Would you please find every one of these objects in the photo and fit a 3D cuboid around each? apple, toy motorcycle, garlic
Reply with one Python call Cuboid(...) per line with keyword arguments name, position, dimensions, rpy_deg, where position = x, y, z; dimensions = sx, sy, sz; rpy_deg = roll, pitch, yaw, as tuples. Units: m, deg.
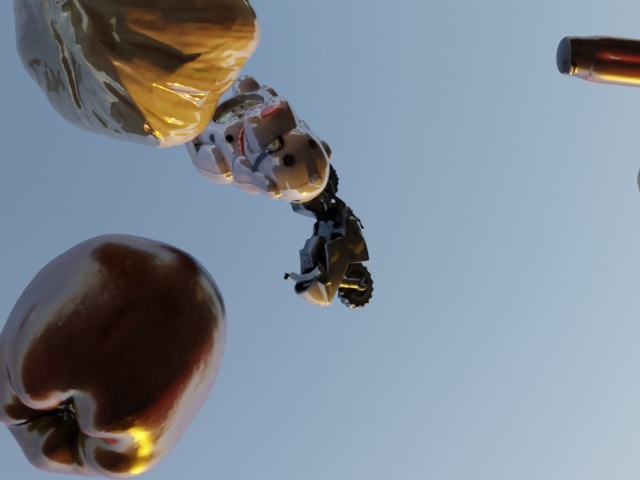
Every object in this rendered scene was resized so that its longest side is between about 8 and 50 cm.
Cuboid(name="apple", position=(-0.264, 0.140, 0.972), dimensions=(0.288, 0.288, 0.317), rpy_deg=(61, -154, -25))
Cuboid(name="toy motorcycle", position=(0.000, 0.000, 1.281), dimensions=(0.159, 0.106, 0.270), rpy_deg=(-24, -84, -38))
Cuboid(name="garlic", position=(-0.247, -0.268, 0.951), dimensions=(0.259, 0.317, 0.317), rpy_deg=(-33, -64, -74))

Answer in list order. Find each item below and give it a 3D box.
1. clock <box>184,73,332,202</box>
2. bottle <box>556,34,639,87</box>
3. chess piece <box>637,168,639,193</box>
Cuboid(name="clock", position=(-0.079, -0.139, 1.166), dimensions=(0.189, 0.254, 0.188), rpy_deg=(-13, -65, -28))
Cuboid(name="bottle", position=(0.360, -0.209, 0.885), dimensions=(0.164, 0.060, 0.060), rpy_deg=(6, -98, 0))
Cuboid(name="chess piece", position=(0.513, -0.061, 1.111), dimensions=(0.170, 0.094, 0.094), rpy_deg=(-50, -56, -55))
